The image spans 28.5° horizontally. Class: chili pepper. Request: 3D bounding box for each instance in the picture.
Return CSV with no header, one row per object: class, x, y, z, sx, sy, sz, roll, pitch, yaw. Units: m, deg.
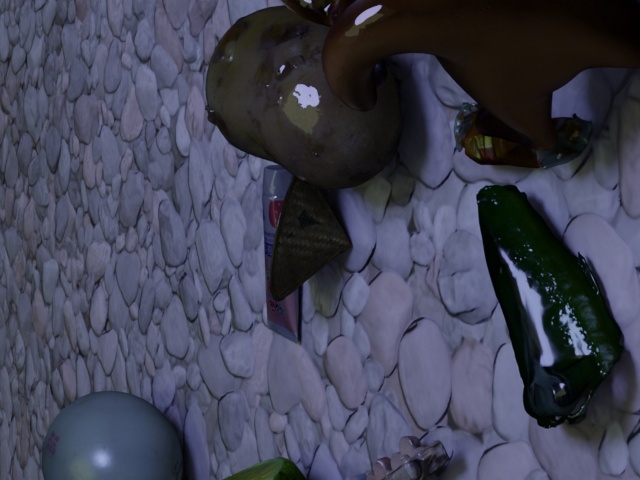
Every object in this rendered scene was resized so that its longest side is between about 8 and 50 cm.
chili pepper,0.170,0.051,1.008,0.108,0.062,0.216,-52,45,48

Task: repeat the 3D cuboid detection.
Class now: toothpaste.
toothpaste,-0.044,0.014,1.411,0.067,0.043,0.194,20,114,56

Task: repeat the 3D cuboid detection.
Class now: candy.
candy,0.154,-0.086,1.044,0.182,0.046,0.053,15,103,62

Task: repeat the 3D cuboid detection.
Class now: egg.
egg,-0.283,0.293,1.699,0.264,0.183,0.183,-162,73,-68

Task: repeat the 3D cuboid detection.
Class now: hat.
hat,0.000,0.000,1.314,0.146,0.067,0.146,12,-90,-80

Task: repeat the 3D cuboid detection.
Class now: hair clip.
hair clip,0.069,0.233,1.209,0.062,0.056,0.214,60,152,15

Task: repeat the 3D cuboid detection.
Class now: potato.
potato,-0.013,-0.146,1.241,0.262,0.165,0.165,28,116,50

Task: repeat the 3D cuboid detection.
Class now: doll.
doll,0.111,-0.222,0.973,0.209,0.318,0.340,55,-163,-54

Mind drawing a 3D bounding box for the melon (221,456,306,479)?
melon,-0.070,0.334,1.387,0.323,0.124,0.196,-40,58,46
